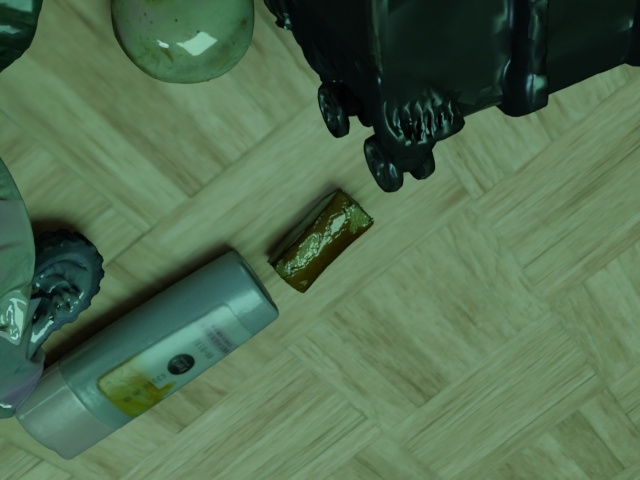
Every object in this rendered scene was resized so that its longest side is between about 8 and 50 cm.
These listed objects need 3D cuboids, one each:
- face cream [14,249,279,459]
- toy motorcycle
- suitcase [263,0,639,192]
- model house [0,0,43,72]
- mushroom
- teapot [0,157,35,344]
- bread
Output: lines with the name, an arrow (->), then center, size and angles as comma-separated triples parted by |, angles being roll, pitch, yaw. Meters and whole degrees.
face cream -> -0.128, 0.086, 0.804 | 0.198, 0.057, 0.084 | -35, 137, 1
toy motorcycle -> -0.261, 0.087, 0.685 | 0.239, 0.108, 0.204 | 5, 126, -35
suitcase -> 0.097, -0.258, 0.519 | 0.283, 0.194, 0.433 | -23, 137, -15
model house -> -0.220, -0.131, 0.462 | 0.183, 0.172, 0.166 | 10, 122, -38
mushroom -> -0.078, -0.131, 0.625 | 0.084, 0.083, 0.067 | -31, -178, -3
teapot -> -0.250, 0.000, 0.526 | 0.178, 0.222, 0.163 | -28, 135, -46
bread -> 0.000, 0.000, 0.820 | 0.083, 0.036, 0.047 | -45, 145, 10
